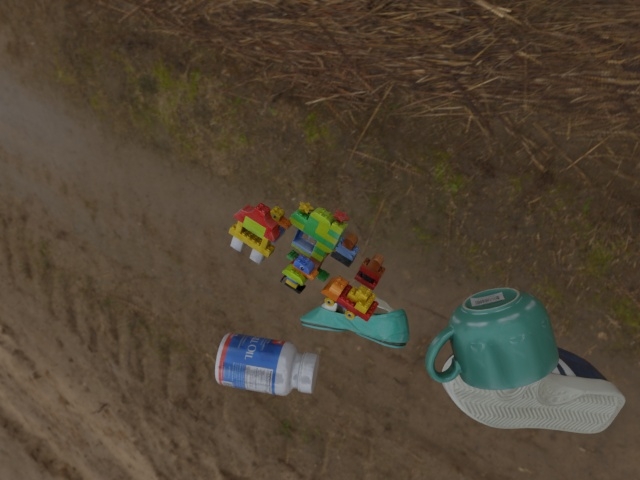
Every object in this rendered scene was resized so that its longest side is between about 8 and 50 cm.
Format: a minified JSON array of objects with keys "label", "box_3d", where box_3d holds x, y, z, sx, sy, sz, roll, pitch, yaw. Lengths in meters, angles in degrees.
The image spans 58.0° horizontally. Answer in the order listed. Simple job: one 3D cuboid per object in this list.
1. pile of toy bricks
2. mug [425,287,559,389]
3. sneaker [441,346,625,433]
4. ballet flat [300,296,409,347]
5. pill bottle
[{"label":"pile of toy bricks","box_3d":[0.000,0.000,0.744,0.212,0.118,0.105,32,131,8]},{"label":"mug","box_3d":[0.224,0.125,0.748,0.129,0.158,0.097,-2,108,55]},{"label":"sneaker","box_3d":[0.336,0.228,0.978,0.350,0.148,0.131,19,111,-23]},{"label":"ballet flat","box_3d":[0.066,0.141,1.114,0.247,0.083,0.087,6,91,40]},{"label":"pill bottle","box_3d":[-0.119,0.288,1.331,0.222,0.124,0.124,7,119,7]}]
